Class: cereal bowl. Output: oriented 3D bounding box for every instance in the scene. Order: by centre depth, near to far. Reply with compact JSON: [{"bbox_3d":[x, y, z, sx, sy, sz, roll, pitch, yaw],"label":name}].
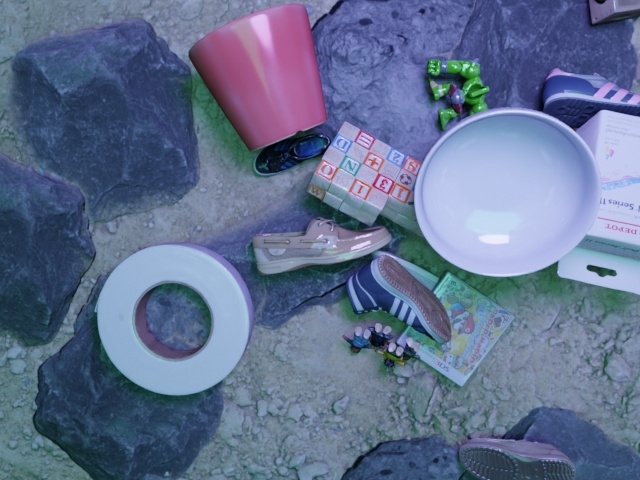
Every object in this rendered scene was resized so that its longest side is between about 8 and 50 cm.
[{"bbox_3d":[0.362,-0.102,0.932,0.339,0.141,0.339,5,113,11],"label":"cereal bowl"}]

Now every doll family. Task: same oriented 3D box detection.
[{"bbox_3d":[0.151,0.265,1.142,0.193,0.111,0.076,29,62,12],"label":"doll family"}]

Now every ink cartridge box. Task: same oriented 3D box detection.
[{"bbox_3d":[0.652,-0.078,0.987,0.207,0.119,0.353,12,80,2],"label":"ink cartridge box"}]

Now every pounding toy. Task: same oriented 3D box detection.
[{"bbox_3d":[0.662,-0.572,1.048,0.141,0.100,0.130,-12,96,-7],"label":"pounding toy"}]

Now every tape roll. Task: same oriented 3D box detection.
[{"bbox_3d":[-0.368,0.198,1.171,0.392,0.072,0.392,0,96,3],"label":"tape roll"}]

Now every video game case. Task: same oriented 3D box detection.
[{"bbox_3d":[0.340,0.225,1.166,0.206,0.026,0.227,34,96,-1],"label":"video game case"}]

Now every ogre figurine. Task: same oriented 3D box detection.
[{"bbox_3d":[0.327,-0.335,1.076,0.118,0.097,0.197,-16,91,10],"label":"ogre figurine"}]

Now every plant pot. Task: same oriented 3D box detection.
[{"bbox_3d":[-0.116,-0.346,1.024,0.275,0.275,0.243,-21,103,4],"label":"plant pot"}]

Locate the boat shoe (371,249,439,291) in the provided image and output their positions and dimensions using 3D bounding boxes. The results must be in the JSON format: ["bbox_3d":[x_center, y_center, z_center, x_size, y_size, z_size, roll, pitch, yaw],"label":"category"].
[{"bbox_3d":[0.202,0.078,1.144,0.184,0.066,0.063,25,95,-10],"label":"boat shoe"}]

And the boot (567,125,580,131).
[{"bbox_3d":[0.653,-0.250,1.102,0.087,0.042,0.118,-28,92,-3],"label":"boot"}]

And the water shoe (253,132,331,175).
[{"bbox_3d":[-0.074,-0.216,1.112,0.203,0.080,0.073,-21,94,4],"label":"water shoe"}]

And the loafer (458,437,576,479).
[{"bbox_3d":[0.491,0.557,1.164,0.269,0.092,0.102,2,94,18],"label":"loafer"}]

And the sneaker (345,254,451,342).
[{"bbox_3d":[0.184,0.161,1.119,0.282,0.099,0.153,44,131,-16],"label":"sneaker"}]

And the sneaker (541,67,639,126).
[{"bbox_3d":[0.673,-0.328,1.059,0.319,0.112,0.131,11,65,-5],"label":"sneaker"}]

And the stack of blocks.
[{"bbox_3d":[0.141,-0.125,1.070,0.297,0.087,0.171,28,63,-1],"label":"stack of blocks"}]

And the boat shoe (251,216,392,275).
[{"bbox_3d":[0.000,0.000,1.110,0.341,0.121,0.110,-12,96,5],"label":"boat shoe"}]
